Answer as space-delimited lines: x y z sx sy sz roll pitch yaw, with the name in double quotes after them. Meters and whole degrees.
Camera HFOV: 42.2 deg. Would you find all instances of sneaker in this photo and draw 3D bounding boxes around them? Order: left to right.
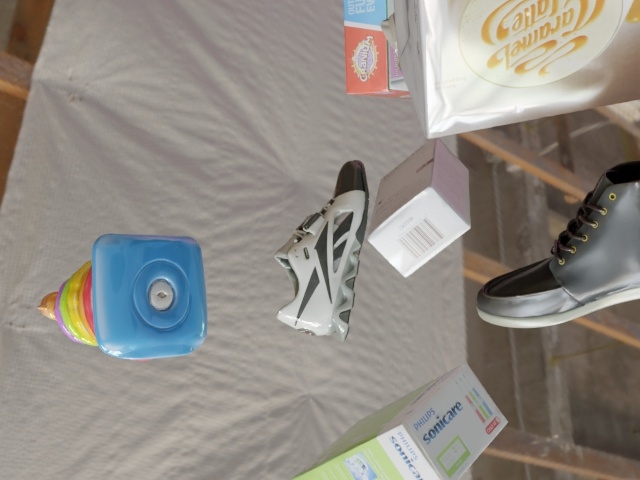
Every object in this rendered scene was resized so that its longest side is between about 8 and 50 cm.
0.000 0.000 1.441 0.146 0.122 0.330 12 -111 -3 "sneaker"
0.240 0.001 0.773 0.118 0.222 0.083 65 -160 -20 "sneaker"

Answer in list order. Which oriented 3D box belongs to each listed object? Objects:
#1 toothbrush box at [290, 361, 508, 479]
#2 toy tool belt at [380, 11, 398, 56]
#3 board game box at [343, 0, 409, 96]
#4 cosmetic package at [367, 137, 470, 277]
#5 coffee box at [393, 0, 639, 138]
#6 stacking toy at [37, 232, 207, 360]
0.122 0.335 1.316 0.122 0.283 0.206 54 -140 6 "toothbrush box"
0.106 -0.223 0.921 0.052 0.051 0.083 8 -130 -60 "toy tool belt"
0.143 -0.320 1.162 0.317 0.064 0.242 -9 -81 -55 "board game box"
0.140 -0.054 1.158 0.085 0.117 0.231 45 -159 -13 "cosmetic package"
0.172 -0.165 0.508 0.098 0.247 0.141 -100 1 -46 "coffee box"
-0.313 0.089 1.175 0.175 0.302 0.165 2 -98 -47 "stacking toy"
